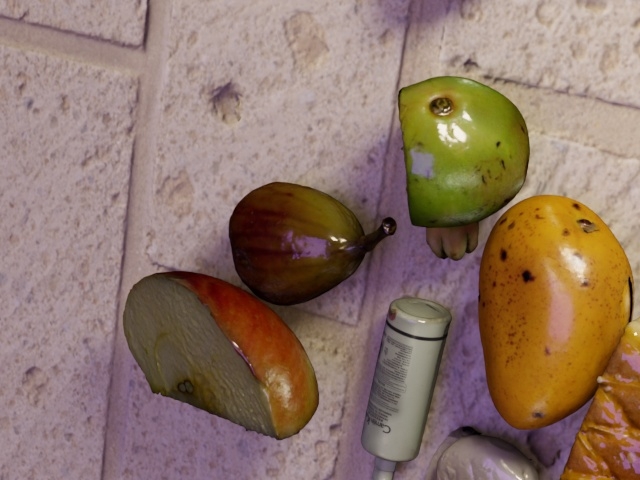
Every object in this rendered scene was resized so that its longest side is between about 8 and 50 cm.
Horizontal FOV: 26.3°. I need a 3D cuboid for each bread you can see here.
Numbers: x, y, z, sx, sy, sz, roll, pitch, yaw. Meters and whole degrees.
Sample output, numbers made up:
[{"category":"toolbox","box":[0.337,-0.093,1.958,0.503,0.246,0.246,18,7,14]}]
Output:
[{"category":"bread","box":[0.447,0.250,1.599,0.279,0.207,0.279,30,114,19]}]

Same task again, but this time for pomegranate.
[{"category":"pomegranate","box":[0.180,-0.084,1.697,0.159,0.190,0.241,-3,99,4]}]

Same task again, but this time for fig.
[{"category":"fig","box":[0.001,-0.001,1.820,0.274,0.145,0.170,-6,98,44]}]

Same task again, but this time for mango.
[{"category":"mango","box":[0.283,0.091,1.663,0.191,0.160,0.290,11,93,41]}]

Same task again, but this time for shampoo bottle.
[{"category":"shampoo bottle","box":[0.109,0.211,1.849,0.085,0.085,0.262,20,110,24]}]

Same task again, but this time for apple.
[{"category":"apple","box":[-0.132,0.152,1.868,0.346,0.254,0.179,13,78,51]}]

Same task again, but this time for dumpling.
[{"category":"dumpling","box":[0.216,0.328,1.808,0.176,0.092,0.150,30,110,22]}]
